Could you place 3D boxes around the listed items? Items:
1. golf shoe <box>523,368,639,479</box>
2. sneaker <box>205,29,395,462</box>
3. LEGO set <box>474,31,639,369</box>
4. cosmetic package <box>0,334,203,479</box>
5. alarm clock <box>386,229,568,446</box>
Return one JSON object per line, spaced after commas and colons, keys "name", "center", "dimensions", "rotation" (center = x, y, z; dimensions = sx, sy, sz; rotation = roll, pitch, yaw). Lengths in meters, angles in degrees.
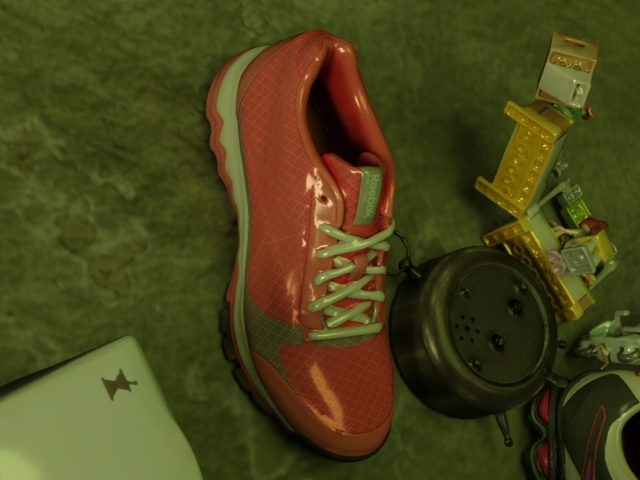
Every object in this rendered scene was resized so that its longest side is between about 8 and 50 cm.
{"name": "golf shoe", "center": [0.228, 0.233, 1.210], "dimensions": [0.105, 0.120, 0.273], "rotation": [-1, 79, -34]}
{"name": "sneaker", "center": [-0.001, 0.000, 1.115], "dimensions": [0.116, 0.136, 0.314], "rotation": [-7, 81, -33]}
{"name": "LEGO set", "center": [0.205, -0.042, 1.261], "dimensions": [0.107, 0.132, 0.287], "rotation": [-36, 119, -40]}
{"name": "cosmetic package", "center": [-0.174, 0.165, 0.929], "dimensions": [0.151, 0.183, 0.151], "rotation": [-26, 91, -35]}
{"name": "alarm clock", "center": [0.108, 0.057, 1.216], "dimensions": [0.192, 0.064, 0.129], "rotation": [40, 60, -12]}
